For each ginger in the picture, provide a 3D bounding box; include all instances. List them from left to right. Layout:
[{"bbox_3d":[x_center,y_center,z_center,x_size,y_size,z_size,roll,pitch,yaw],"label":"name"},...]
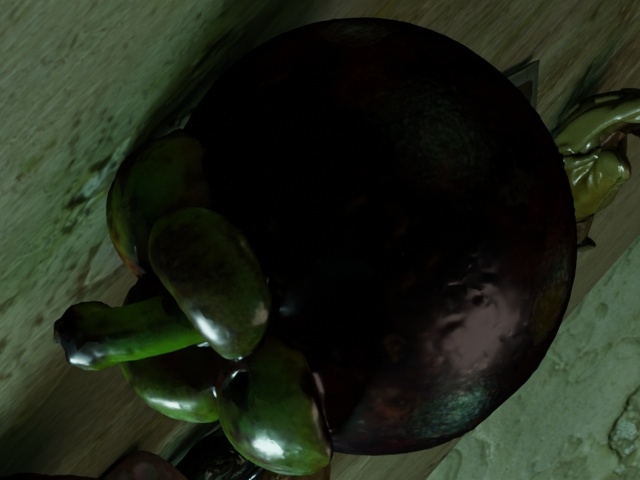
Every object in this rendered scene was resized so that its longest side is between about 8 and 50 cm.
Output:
[{"bbox_3d":[-0.030,0.297,2.441,0.095,0.069,0.190,-23,168,2],"label":"ginger"}]

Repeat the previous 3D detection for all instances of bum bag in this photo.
[{"bbox_3d":[-0.090,0.219,2.006,0.102,0.069,0.248,-14,-167,36],"label":"bum bag"}]

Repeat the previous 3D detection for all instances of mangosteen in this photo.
[{"bbox_3d":[0.014,0.003,1.288,0.311,0.311,0.311,-46,167,-14],"label":"mangosteen"}]

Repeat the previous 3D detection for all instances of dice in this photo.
[{"bbox_3d":[-0.162,0.255,1.812,0.091,0.093,0.094,-44,166,-26],"label":"dice"}]

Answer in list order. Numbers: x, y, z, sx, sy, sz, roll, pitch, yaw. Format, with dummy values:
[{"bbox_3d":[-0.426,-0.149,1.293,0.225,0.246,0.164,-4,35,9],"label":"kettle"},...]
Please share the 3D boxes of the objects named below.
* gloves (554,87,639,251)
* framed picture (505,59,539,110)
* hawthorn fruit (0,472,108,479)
[{"bbox_3d":[0.351,-0.106,2.420,0.154,0.141,0.331,-11,158,-29],"label":"gloves"},{"bbox_3d":[0.160,-0.018,1.999,0.231,0.018,0.293,-30,127,-55],"label":"framed picture"},{"bbox_3d":[-0.183,0.313,1.498,0.316,0.316,0.316,-46,167,-14],"label":"hawthorn fruit"}]
